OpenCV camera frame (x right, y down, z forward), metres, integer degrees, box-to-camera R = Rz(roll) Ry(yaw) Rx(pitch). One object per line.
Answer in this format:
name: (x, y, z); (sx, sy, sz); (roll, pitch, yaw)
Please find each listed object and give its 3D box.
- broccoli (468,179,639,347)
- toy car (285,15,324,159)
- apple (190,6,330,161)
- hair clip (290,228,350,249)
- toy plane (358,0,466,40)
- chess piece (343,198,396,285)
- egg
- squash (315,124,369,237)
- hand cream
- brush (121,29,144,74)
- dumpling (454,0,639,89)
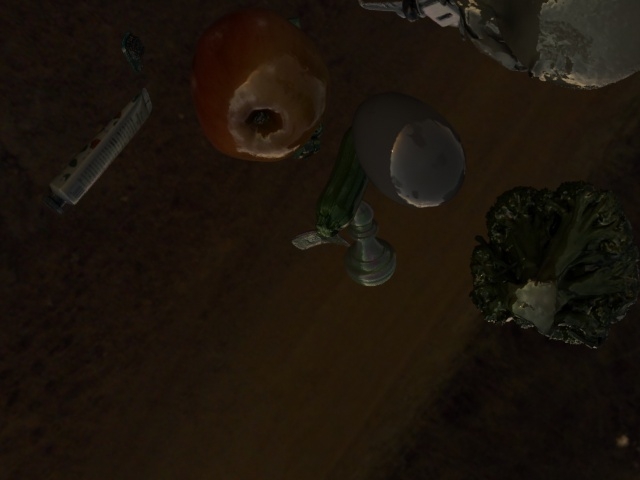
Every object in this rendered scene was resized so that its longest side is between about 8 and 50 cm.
broccoli: (0.397, 0.048, 1.459); (0.283, 0.304, 0.321); (-39, 126, -56)
toy car: (-0.063, -0.354, 1.969); (0.097, 0.320, 0.141); (-8, 179, -13)
apple: (-0.104, -0.245, 1.354); (0.242, 0.241, 0.242); (-5, 124, -7)
hair clip: (0.001, -0.001, 1.726); (0.054, 0.137, 0.022); (42, 55, -39)
toy plane: (0.200, -0.411, 1.402); (0.251, 0.101, 0.255); (-15, 161, 29)
chess piece: (0.112, -0.018, 2.088); (0.139, 0.139, 0.271); (-41, 142, -23)
egg: (0.131, -0.135, 1.241); (0.146, 0.198, 0.146); (-38, -166, 12)
squash: (0.047, -0.104, 1.423); (0.219, 0.068, 0.077); (-67, 150, -18)
hand cream: (-0.405, -0.165, 1.531); (0.276, 0.059, 0.095); (-52, 171, -16)
brush: (-0.361, -0.365, 1.639); (0.193, 0.032, 0.043); (106, 5, -83)
dumpling: (0.263, -0.261, 0.820); (0.293, 0.204, 0.163); (-7, -146, 51)
